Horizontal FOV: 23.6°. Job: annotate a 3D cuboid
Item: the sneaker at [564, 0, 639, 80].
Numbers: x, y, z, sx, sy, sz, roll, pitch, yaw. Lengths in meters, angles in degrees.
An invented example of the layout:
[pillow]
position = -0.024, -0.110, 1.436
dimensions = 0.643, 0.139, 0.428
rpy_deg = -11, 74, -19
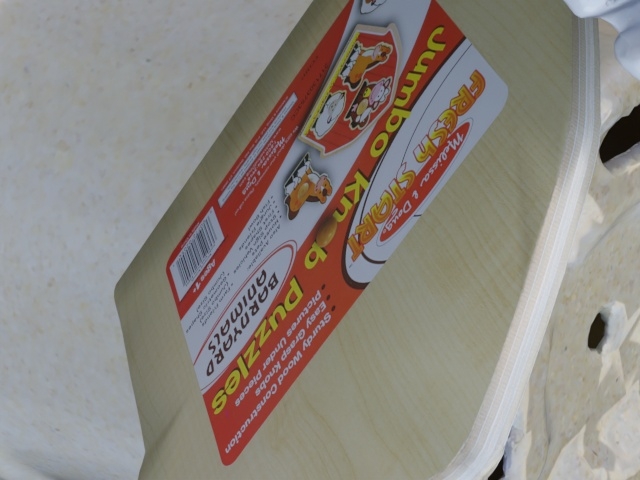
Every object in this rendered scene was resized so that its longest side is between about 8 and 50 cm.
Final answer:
[sneaker]
position = 0.061, -0.168, 0.343
dimensions = 0.110, 0.118, 0.292
rpy_deg = -15, 90, 12

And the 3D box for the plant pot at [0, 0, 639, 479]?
[plant pot]
position = 0.000, 0.000, 0.649
dimensions = 0.334, 0.305, 0.334
rpy_deg = -23, 121, -44

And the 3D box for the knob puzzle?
[knob puzzle]
position = 0.014, 0.003, 0.400
dimensions = 0.030, 0.213, 0.213
rpy_deg = 28, 102, -27
